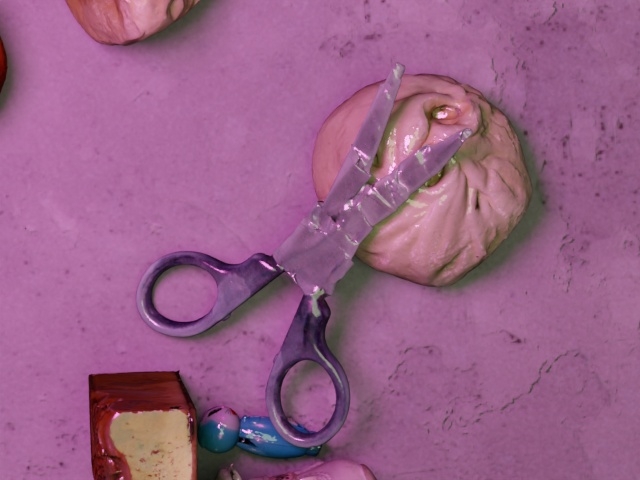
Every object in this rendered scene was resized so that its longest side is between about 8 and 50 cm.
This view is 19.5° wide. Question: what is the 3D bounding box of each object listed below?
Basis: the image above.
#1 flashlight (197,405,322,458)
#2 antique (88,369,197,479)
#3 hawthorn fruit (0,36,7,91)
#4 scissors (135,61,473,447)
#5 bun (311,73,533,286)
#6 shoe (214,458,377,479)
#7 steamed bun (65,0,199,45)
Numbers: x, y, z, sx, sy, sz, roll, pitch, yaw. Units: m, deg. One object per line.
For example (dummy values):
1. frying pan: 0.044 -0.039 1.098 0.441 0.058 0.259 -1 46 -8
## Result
1. flashlight: -0.063 0.203 1.922 0.129 0.051 0.051 12 90 -14
2. antique: -0.171 0.181 1.772 0.093 0.310 0.087 -1 93 -8
3. hawthorn fruit: -0.393 -0.185 1.816 0.173 0.173 0.179 -28 69 -6
4. scissors: 0.000 0.000 1.847 0.256 0.029 0.383 38 109 6
5. bun: 0.107 -0.067 1.891 0.231 0.133 0.231 0 90 -6
6. shoe: -0.109 0.308 1.856 0.351 0.172 0.198 -37 93 -7
7. steamed bun: -0.171 -0.284 1.842 0.155 0.172 0.140 -32 108 -23
